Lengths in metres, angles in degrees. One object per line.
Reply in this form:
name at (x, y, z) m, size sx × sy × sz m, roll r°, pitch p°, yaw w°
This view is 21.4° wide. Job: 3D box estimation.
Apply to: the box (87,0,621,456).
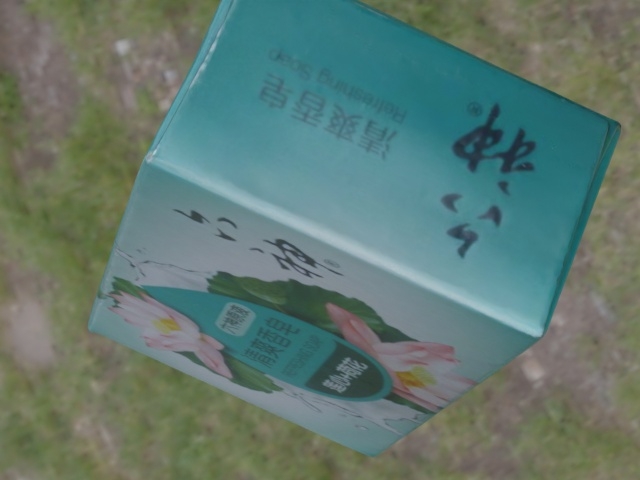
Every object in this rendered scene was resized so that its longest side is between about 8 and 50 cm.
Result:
box at (0.000, 0.000, 0.687) m, size 0.153 × 0.092 × 0.245 m, roll 25°, pitch 160°, yaw -3°
